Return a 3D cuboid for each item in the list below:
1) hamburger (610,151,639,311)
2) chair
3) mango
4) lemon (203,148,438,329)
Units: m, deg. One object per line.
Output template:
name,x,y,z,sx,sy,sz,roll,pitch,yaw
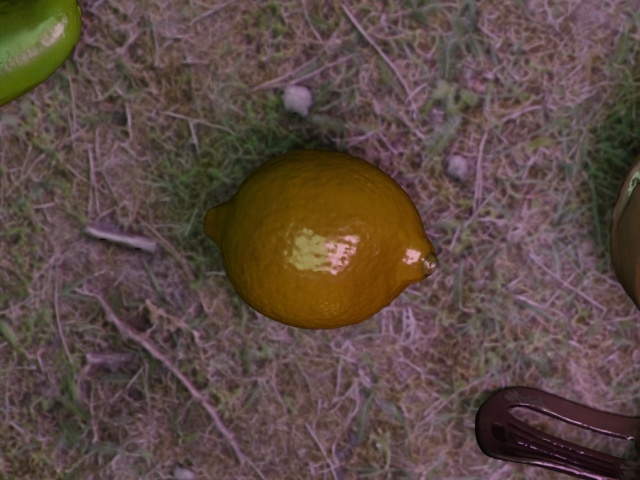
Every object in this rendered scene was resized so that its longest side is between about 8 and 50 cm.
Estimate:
hamburger,0.436,-0.012,1.672,0.300,0.176,0.300,-2,128,-2
chair,0.347,0.192,1.739,0.326,0.175,0.183,24,110,-7
mango,-0.353,-0.199,1.744,0.233,0.111,0.125,-31,101,7
lemon,0.000,0.000,1.721,0.244,0.187,0.186,6,100,3
